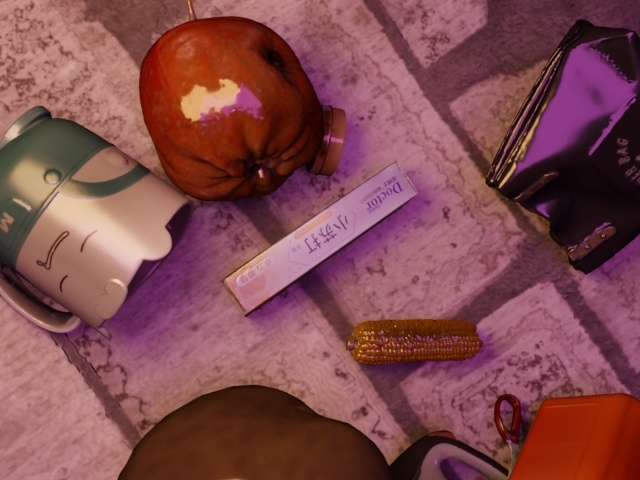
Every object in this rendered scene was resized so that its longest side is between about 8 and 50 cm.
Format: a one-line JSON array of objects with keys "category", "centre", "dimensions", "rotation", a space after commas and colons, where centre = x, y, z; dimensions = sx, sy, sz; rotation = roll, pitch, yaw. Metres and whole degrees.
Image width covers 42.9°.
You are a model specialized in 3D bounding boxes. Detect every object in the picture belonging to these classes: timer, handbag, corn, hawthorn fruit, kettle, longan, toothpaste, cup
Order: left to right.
[{"category": "cup", "centre": [-0.340, -0.004, 1.115], "dimensions": [0.257, 0.219, 0.290], "rotation": [36, 115, -3]}, {"category": "hawthorn fruit", "centre": [-0.127, -0.179, 1.121], "dimensions": [0.258, 0.262, 0.258], "rotation": [-21, 129, -28]}, {"category": "longan", "centre": [-0.090, 0.368, 1.024], "dimensions": [0.336, 0.404, 0.405], "rotation": [36, 82, -38]}, {"category": "toothpaste", "centre": [0.000, 0.000, 1.203], "dimensions": [0.312, 0.089, 0.071], "rotation": [-34, 86, -7]}, {"category": "corn", "centre": [0.140, 0.150, 1.219], "dimensions": [0.207, 0.068, 0.068], "rotation": [-2, 87, -6]}, {"category": "kettle", "centre": [0.192, 0.418, 1.170], "dimensions": [0.255, 0.165, 0.240], "rotation": [41, 72, 1]}, {"category": "handbag", "centre": [0.407, -0.123, 1.195], "dimensions": [0.342, 0.152, 0.288], "rotation": [36, 95, -29]}, {"category": "timer", "centre": [0.411, 0.382, 1.158], "dimensions": [0.250, 0.161, 0.257], "rotation": [54, 45, -13]}]

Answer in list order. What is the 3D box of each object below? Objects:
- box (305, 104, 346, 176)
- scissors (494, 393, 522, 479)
[{"category": "box", "centre": [0.008, -0.147, 1.203], "dimensions": [0.037, 0.105, 0.106], "rotation": [9, 86, -11]}, {"category": "scissors", "centre": [0.285, 0.346, 1.177], "dimensions": [0.144, 0.017, 0.248], "rotation": [38, 46, -3]}]
